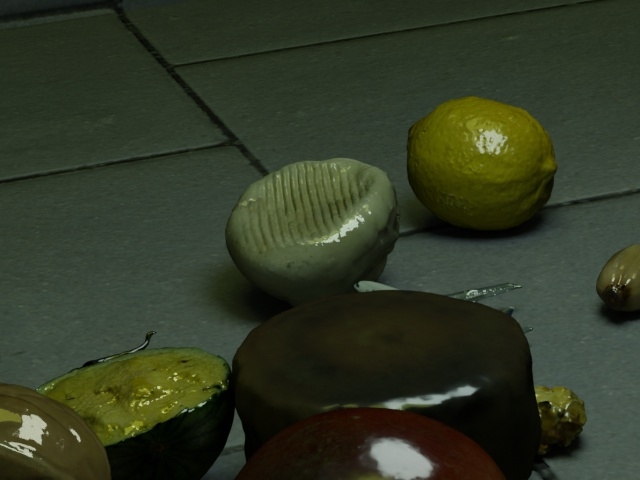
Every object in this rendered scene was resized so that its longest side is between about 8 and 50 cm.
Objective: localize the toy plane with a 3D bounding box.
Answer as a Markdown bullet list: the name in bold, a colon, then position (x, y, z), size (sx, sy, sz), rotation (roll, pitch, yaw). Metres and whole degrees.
- **toy plane**: position (0.127, 0.085, 2.063), size (0.226, 0.058, 0.226), rotation (9, 28, 41)

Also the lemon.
- **lemon**: position (0.207, -0.099, 2.374), size (0.193, 0.180, 0.180), rotation (-3, 21, 7)

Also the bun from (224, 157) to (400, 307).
- **bun**: position (0.000, 0.000, 2.206), size (0.231, 0.133, 0.231), rotation (-15, 30, 9)

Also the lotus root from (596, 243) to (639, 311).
- **lotus root**: position (0.360, 0.042, 2.112), size (0.073, 0.062, 0.150), rotation (16, 28, 28)

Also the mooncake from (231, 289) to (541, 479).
- **mooncake**: position (0.063, 0.166, 1.712), size (0.290, 0.161, 0.290), rotation (-5, 21, 2)

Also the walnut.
- **walnut**: position (-0.304, 0.229, 1.585), size (0.261, 0.225, 0.225), rotation (3, 22, 18)

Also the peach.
- **peach**: position (0.031, 0.248, 1.374), size (0.252, 0.252, 0.252), rotation (-5, 21, 2)

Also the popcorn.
- **popcorn**: position (0.221, 0.174, 1.805), size (0.082, 0.057, 0.083), rotation (-13, 18, -37)

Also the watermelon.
- **watermelon**: position (-0.177, 0.186, 1.766), size (0.204, 0.127, 0.232), rotation (-27, 21, -27)
